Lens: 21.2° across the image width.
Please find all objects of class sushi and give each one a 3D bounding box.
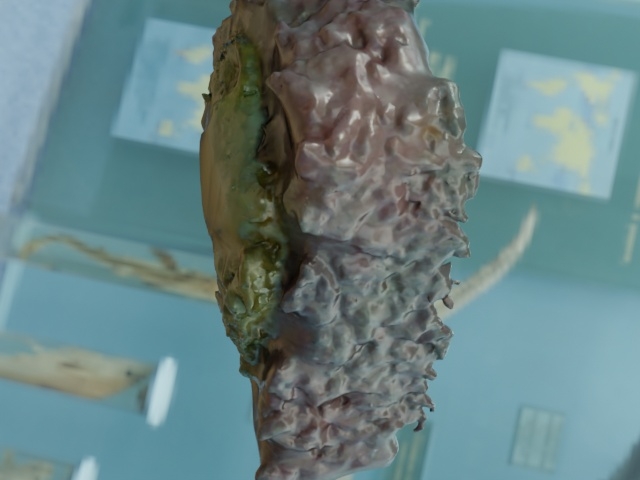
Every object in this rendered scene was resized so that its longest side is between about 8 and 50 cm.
[{"bbox_3d":[-0.004,-0.014,0.807,0.161,0.107,0.241,-107,-163,-50],"label":"sushi"}]
